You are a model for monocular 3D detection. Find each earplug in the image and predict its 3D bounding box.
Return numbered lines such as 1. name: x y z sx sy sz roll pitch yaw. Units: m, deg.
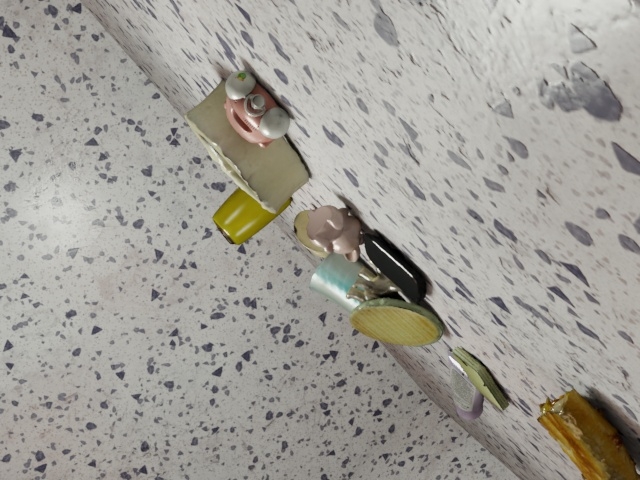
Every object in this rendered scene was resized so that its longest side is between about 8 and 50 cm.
1. earplug: 0.142 0.182 2.034 0.324 0.185 0.185 39 171 20

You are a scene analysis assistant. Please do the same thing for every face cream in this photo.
1. face cream: 0.465 0.466 2.034 0.154 0.096 0.274 45 161 41

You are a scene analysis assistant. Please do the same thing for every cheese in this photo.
1. cheese: -0.183 -0.233 1.641 0.292 0.153 0.332 41 170 44

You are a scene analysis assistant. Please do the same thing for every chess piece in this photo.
1. chess piece: 0.000 0.000 2.108 0.138 0.124 0.307 13 170 10

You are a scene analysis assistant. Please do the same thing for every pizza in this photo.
1. pizza: 0.489 0.364 1.183 0.335 0.086 0.226 52 177 -28

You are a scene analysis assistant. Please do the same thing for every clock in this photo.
1. clock: -0.143 -0.277 1.378 0.166 0.092 0.162 48 171 -5

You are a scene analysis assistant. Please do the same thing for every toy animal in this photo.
1. toy animal: 0.065 -0.015 1.607 0.212 0.124 0.124 24 -169 -43
2. toy animal: 0.169 0.141 1.820 0.168 0.121 0.233 28 159 15

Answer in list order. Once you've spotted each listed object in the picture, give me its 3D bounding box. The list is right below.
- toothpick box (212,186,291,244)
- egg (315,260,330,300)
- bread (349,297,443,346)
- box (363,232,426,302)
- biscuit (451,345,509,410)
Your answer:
1. toothpick box: -0.252 -0.112 2.278 0.175 0.271 0.175 46 174 7
2. egg: 0.062 0.155 2.415 0.192 0.149 0.149 46 174 -14
3. bread: 0.212 0.229 1.794 0.266 0.041 0.267 11 150 7
4. box: 0.181 0.066 1.567 0.201 0.042 0.212 45 172 21
5. biscuit: 0.448 0.385 1.791 0.199 0.040 0.121 52 174 -32
